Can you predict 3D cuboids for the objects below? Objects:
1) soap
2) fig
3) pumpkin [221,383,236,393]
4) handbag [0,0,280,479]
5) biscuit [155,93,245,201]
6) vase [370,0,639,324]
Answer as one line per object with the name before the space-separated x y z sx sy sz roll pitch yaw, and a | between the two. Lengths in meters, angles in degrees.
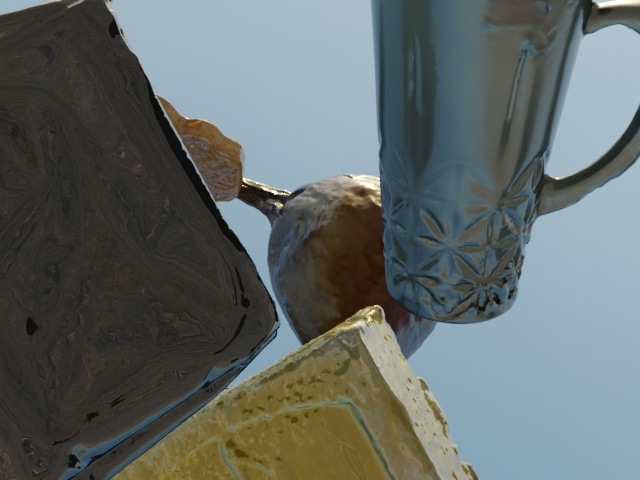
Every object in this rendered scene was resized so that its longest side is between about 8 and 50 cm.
soap | -0.041 0.211 1.131 0.199 0.315 0.091 62 -161 5
fig | -0.001 -0.007 1.299 0.290 0.191 0.190 43 -126 7
pumpkin | -0.109 0.200 1.416 0.248 0.126 0.131 55 -155 1
handbag | -0.203 0.008 0.905 0.275 0.178 0.302 -35 -79 -27
biscuit | -0.186 -0.084 1.247 0.236 0.144 0.040 8 -129 3
vase | 0.117 -0.087 0.962 0.251 0.301 0.156 7 -148 7
